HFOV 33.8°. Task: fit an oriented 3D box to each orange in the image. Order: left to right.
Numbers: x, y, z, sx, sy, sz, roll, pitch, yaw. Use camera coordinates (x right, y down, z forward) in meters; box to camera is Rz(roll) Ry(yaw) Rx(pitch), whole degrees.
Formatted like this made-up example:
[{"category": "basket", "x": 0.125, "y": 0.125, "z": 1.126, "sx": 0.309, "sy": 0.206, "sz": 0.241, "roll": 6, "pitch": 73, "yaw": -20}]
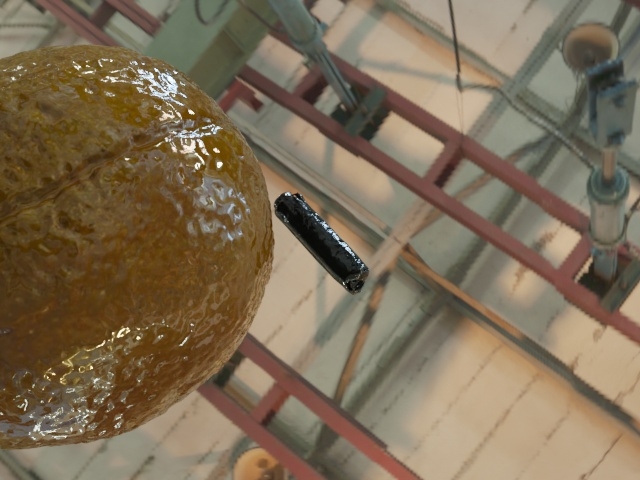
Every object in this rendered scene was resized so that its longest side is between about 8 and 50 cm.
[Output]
[{"category": "orange", "x": -0.218, "y": 0.012, "z": 0.875, "sx": 0.357, "sy": 0.322, "sz": 0.322, "roll": -35, "pitch": -111, "yaw": -27}]

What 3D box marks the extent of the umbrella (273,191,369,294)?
[{"category": "umbrella", "x": 0.001, "y": -0.001, "z": 1.010, "sx": 0.036, "sy": 0.031, "sz": 0.133, "roll": -51, "pitch": -121, "yaw": 12}]
